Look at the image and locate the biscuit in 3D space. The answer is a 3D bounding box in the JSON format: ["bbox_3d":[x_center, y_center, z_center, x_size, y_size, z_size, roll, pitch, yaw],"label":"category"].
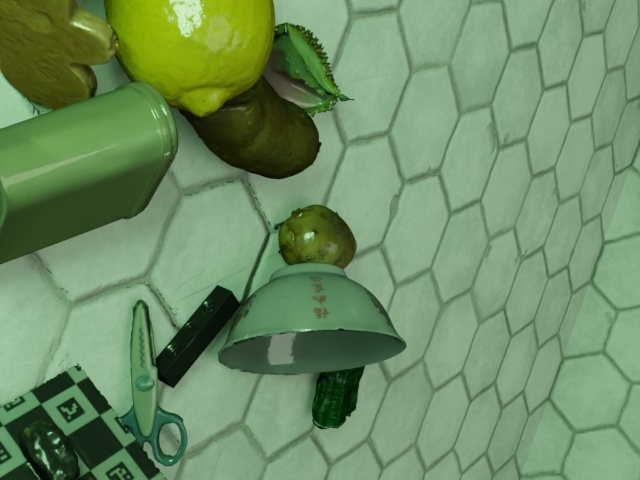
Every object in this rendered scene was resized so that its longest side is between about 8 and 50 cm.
[{"bbox_3d":[-0.344,-0.270,0.961,0.340,0.215,0.047,85,19,-62],"label":"biscuit"}]

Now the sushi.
[{"bbox_3d":[-0.354,0.366,1.100,0.343,0.359,0.064,-29,163,-44],"label":"sushi"}]

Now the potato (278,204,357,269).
[{"bbox_3d":[0.000,0.000,1.570,0.175,0.137,0.137,-8,111,-53],"label":"potato"}]

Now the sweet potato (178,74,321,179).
[{"bbox_3d":[-0.099,-0.180,1.352,0.369,0.157,0.158,33,78,-57],"label":"sweet potato"}]

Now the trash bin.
[{"bbox_3d":[-0.330,-0.081,1.056,0.247,0.121,0.243,-29,168,-40],"label":"trash bin"}]

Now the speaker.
[{"bbox_3d":[-0.217,0.166,1.434,0.191,0.040,0.046,-52,140,-24],"label":"speaker"}]

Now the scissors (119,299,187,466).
[{"bbox_3d":[-0.291,0.239,1.349,0.137,0.041,0.289,-2,98,-11],"label":"scissors"}]

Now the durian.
[{"bbox_3d":[-0.047,-0.297,1.413,0.221,0.137,0.096,46,34,-44],"label":"durian"}]

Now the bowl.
[{"bbox_3d":[-0.018,0.137,1.508,0.345,0.345,0.157,26,55,-53],"label":"bowl"}]

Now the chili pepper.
[{"bbox_3d":[0.048,0.262,1.761,0.136,0.099,0.271,-15,120,-38],"label":"chili pepper"}]

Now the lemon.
[{"bbox_3d":[-0.176,-0.308,1.122,0.233,0.233,0.288,6,75,-52],"label":"lemon"}]
